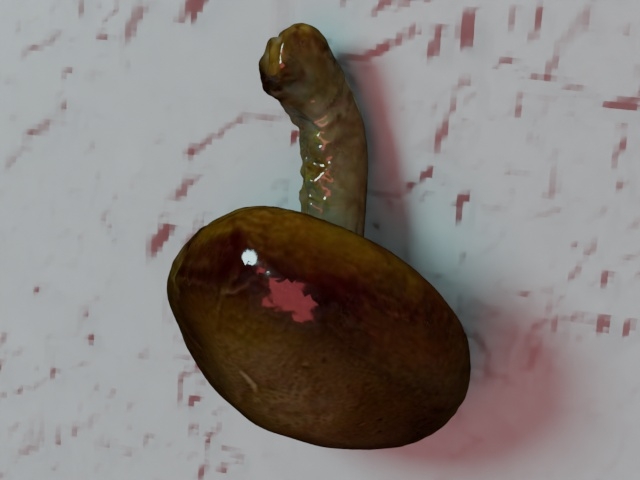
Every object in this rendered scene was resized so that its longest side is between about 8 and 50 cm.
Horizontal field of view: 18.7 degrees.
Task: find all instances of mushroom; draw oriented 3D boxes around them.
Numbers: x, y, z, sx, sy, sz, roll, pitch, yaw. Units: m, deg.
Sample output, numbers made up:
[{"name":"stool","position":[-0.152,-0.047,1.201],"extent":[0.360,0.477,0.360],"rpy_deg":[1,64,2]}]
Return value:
[{"name":"mushroom","position":[-0.008,0.005,0.565],"extent":[0.088,0.073,0.129],"rpy_deg":[-3,104,54]}]
